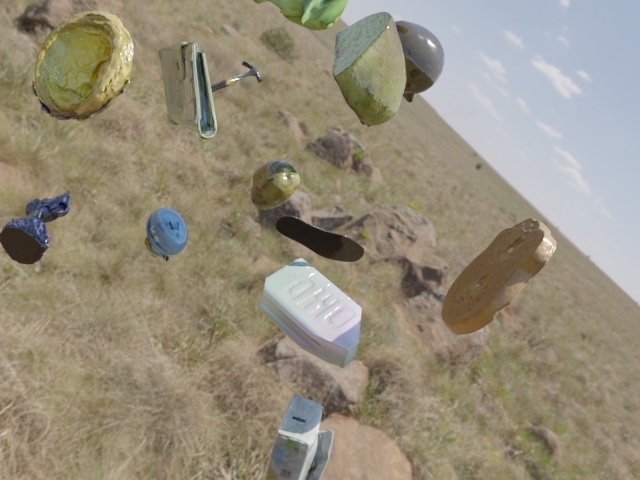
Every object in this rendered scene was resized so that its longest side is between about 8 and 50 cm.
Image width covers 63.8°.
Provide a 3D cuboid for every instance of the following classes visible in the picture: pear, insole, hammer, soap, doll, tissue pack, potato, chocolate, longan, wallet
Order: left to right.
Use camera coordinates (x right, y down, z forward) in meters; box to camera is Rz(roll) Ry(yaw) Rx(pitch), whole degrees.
[{"bbox_3d":[-0.844,-0.066,1.542,0.126,0.148,0.343,47,14,-29],"label":"chocolate"},{"bbox_3d":[-0.581,-0.017,1.908,0.141,0.314,0.177,-23,85,-35],"label":"doll"},{"bbox_3d":[-0.341,-0.391,1.325,0.077,0.224,0.309,-8,20,-27],"label":"wallet"},{"bbox_3d":[-0.273,-0.489,1.565,0.200,0.021,0.078,-33,88,-30],"label":"hammer"},{"bbox_3d":[-0.151,-0.184,1.692,0.136,0.200,0.155,5,69,-29],"label":"potato"},{"bbox_3d":[-0.057,-0.671,1.366,0.286,0.176,0.282,36,20,10],"label":"pear"},{"bbox_3d":[-0.051,0.560,1.358,0.145,0.230,0.159,18,23,6],"label":"tissue pack"},{"bbox_3d":[-0.014,0.228,1.595,0.346,0.115,0.208,39,47,24],"label":"soap"},{"bbox_3d":[0.000,0.000,1.631,0.327,0.111,0.007,24,33,-26],"label":"insole"},{"bbox_3d":[0.193,-0.526,1.631,0.280,0.212,0.331,50,30,-34],"label":"potato"},{"bbox_3d":[0.303,-0.652,1.876,0.300,0.300,0.243,42,56,-5],"label":"longan"}]

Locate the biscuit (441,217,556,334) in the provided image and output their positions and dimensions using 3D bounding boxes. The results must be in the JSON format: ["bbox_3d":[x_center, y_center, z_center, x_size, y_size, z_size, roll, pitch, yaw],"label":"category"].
[{"bbox_3d":[0.458,0.098,1.353,0.062,0.365,0.385,39,10,0],"label":"biscuit"}]

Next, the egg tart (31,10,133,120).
[{"bbox_3d":[-0.547,-0.402,1.210,0.279,0.279,0.095,50,6,19],"label":"egg tart"}]
